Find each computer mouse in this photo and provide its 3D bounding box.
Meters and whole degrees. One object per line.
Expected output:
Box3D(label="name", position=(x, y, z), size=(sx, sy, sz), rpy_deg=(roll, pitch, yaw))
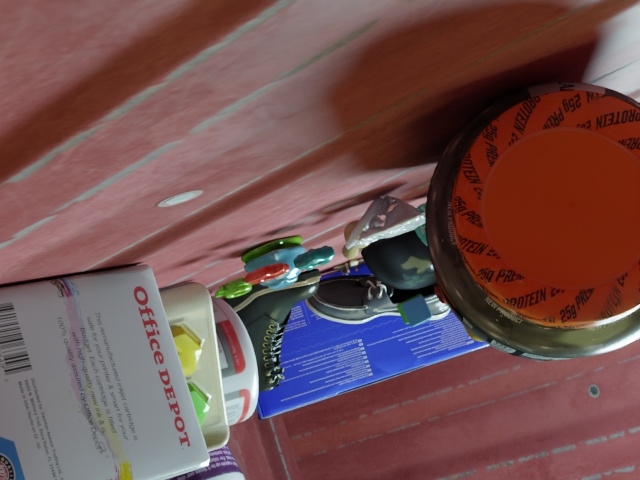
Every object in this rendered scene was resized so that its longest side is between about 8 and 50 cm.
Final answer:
Box3D(label="computer mouse", position=(0.149, 0.019, 1.749), size=(0.188, 0.072, 0.272), rpy_deg=(-21, 173, 27))

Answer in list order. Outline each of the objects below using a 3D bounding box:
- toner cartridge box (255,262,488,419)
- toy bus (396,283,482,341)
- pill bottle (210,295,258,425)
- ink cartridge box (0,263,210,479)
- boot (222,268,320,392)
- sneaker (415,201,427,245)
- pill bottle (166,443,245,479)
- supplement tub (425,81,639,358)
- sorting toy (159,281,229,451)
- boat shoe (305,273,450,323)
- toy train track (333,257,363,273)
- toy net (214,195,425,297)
Box3D(label="toner cartridge box", position=(0.055, 0.121, 1.930), size=(0.347, 0.165, 0.075), rpy_deg=(-16, 174, -8))
Box3D(label="toy bus", position=(0.214, 0.077, 1.698), size=(0.191, 0.104, 0.202), rpy_deg=(-28, 178, 36))
Box3D(label="pill bottle", position=(-0.231, 0.174, 1.634), size=(0.283, 0.161, 0.161), rpy_deg=(-14, 172, -28))
Box3D(label="ink cartridge box", position=(-0.277, 0.155, 1.222), size=(0.197, 0.198, 0.270), rpy_deg=(-25, 170, 39))
Box3D(label="boot", position=(-0.055, 0.123, 1.772), size=(0.077, 0.137, 0.198), rpy_deg=(-12, 170, -42))
Box3D(label="sneaker", position=(0.170, -0.048, 1.409), size=(0.166, 0.065, 0.076), rpy_deg=(-20, -170, 44))
Box3D(label="pill bottle", position=(-0.198, 0.296, 1.774), size=(0.169, 0.301, 0.169), rpy_deg=(-27, 159, -11))
Box3D(label="supplement tub", position=(0.188, -0.008, 1.100), size=(0.207, 0.207, 0.338), rpy_deg=(-18, 173, 3))
Box3D(label="sorting toy", position=(-0.199, 0.165, 1.518), size=(0.193, 0.208, 0.038), rpy_deg=(-16, -154, -18))
Box3D(label="boat shoe", position=(0.083, 0.066, 1.856), size=(0.206, 0.075, 0.065), rpy_deg=(2, 143, -12))
Box3D(label="toy train track", position=(0.039, 0.038, 1.861), size=(0.048, 0.014, 0.083), rpy_deg=(-17, 173, -10))
Box3D(label="toy net", position=(0.000, 0.000, 1.368), size=(0.232, 0.045, 0.122), rpy_deg=(-25, 168, 35))
